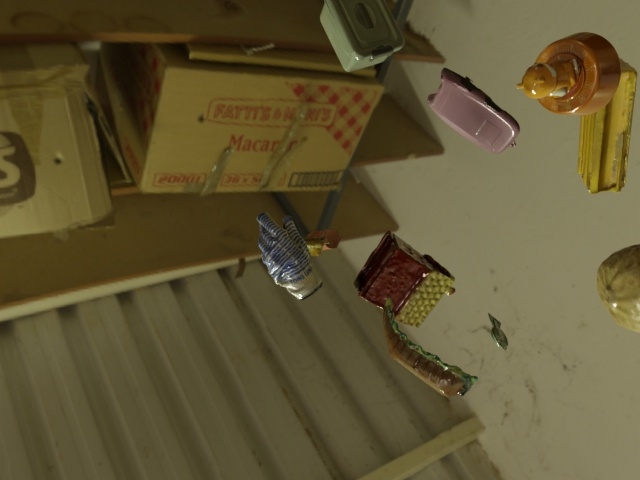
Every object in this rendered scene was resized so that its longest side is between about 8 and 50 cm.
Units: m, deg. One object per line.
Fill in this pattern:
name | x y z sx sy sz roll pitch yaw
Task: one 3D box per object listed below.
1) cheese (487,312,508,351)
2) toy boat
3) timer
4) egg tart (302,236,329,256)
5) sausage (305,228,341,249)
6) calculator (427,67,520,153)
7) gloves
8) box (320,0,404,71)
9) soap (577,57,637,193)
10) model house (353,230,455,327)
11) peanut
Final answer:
cheese | 0.490 0.256 1.664 0.067 0.026 0.121 38 -150 -26
toy boat | 0.217 0.248 1.356 0.099 0.108 0.293 -43 -128 -6
timer | 0.366 -0.252 0.935 0.152 0.132 0.132 -17 -127 -35
egg tart | -0.040 0.016 1.630 0.128 0.049 0.129 1 -174 0
sausage | -0.001 0.000 1.814 0.065 0.169 0.065 2 -95 -24
calculator | 0.436 -0.355 1.724 0.294 0.194 0.043 40 -111 7
gloves | -0.080 0.031 1.411 0.119 0.097 0.229 -34 -100 -8
box | 0.075 -0.428 1.218 0.124 0.093 0.172 -21 -98 -21
soap | 0.747 -0.299 1.585 0.096 0.324 0.204 -1 -153 14
model house | 0.252 0.128 1.750 0.254 0.196 0.160 32 -166 -5
peanut | 0.474 0.056 0.760 0.137 0.253 0.122 -13 -89 -47
